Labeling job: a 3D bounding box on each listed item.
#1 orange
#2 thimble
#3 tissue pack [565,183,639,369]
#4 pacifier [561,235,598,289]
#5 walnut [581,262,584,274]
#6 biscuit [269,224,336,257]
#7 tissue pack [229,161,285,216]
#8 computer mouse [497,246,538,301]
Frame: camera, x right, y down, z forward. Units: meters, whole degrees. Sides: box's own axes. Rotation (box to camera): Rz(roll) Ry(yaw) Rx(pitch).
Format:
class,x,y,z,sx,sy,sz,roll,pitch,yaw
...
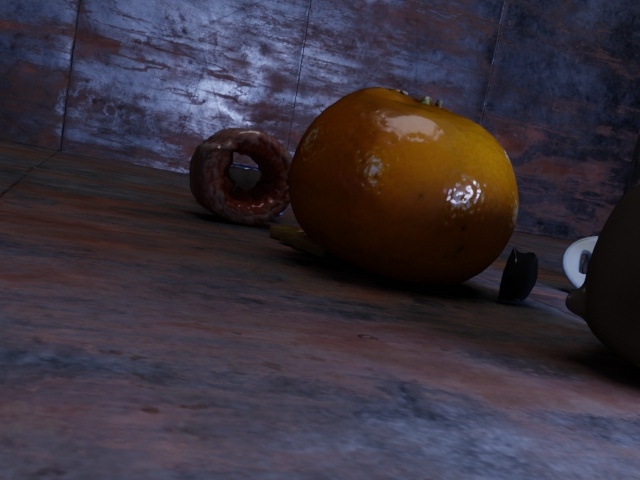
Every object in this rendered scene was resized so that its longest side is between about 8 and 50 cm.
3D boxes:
class,x,y,z,sx,sy,sz,roll,pitch,yaw
orange,0.156,-0.102,1.259,0.424,0.326,0.424,18,9,-3
thimble,-0.189,-0.154,1.641,0.239,0.239,0.162,8,8,-24
tissue pack,0.505,0.047,0.890,0.276,0.267,0.387,20,12,32
pacifier,0.683,0.033,1.502,0.279,0.207,0.227,13,50,17
walnut,0.721,0.081,1.677,0.115,0.116,0.207,7,1,-29
biscuit,0.000,0.000,1.437,0.212,0.041,0.239,12,6,-7
tissue pack,-0.212,-0.139,1.874,0.209,0.137,0.269,8,4,-21
computer mouse,0.369,0.064,1.256,0.057,0.099,0.172,15,6,22
